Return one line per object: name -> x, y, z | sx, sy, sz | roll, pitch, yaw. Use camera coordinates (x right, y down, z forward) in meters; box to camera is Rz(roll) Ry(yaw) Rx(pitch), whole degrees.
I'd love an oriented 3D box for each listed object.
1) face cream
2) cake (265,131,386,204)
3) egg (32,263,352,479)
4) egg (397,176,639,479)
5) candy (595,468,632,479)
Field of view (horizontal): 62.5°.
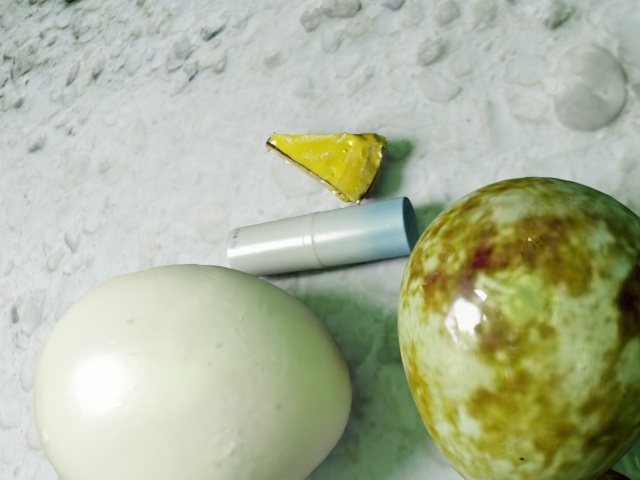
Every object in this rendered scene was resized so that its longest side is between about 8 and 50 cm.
face cream -> 0.000, 0.000, 0.702 | 0.250, 0.077, 0.077 | -9, 67, 24
cake -> 0.003, -0.093, 0.742 | 0.184, 0.080, 0.116 | 2, 69, 18
egg -> -0.136, 0.165, 0.589 | 0.344, 0.283, 0.283 | -5, 68, 23
egg -> 0.189, 0.086, 0.480 | 0.238, 0.238, 0.290 | 1, 81, 27
candy -> 0.256, 0.343, 0.445 | 0.084, 0.078, 0.288 | -17, 67, 39
